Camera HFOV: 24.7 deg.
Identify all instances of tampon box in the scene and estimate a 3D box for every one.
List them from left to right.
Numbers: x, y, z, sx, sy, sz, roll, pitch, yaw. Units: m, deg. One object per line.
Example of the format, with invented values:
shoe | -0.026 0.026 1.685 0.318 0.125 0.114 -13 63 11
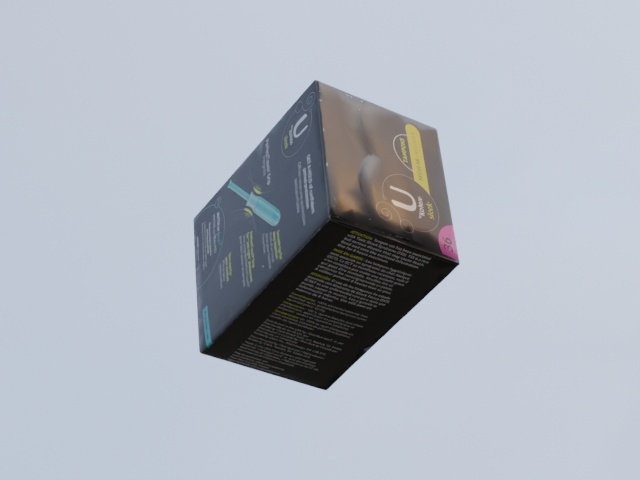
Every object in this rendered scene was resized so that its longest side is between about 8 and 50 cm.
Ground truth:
tampon box | 0.000 0.000 0.963 0.101 0.120 0.161 19 -45 -28
